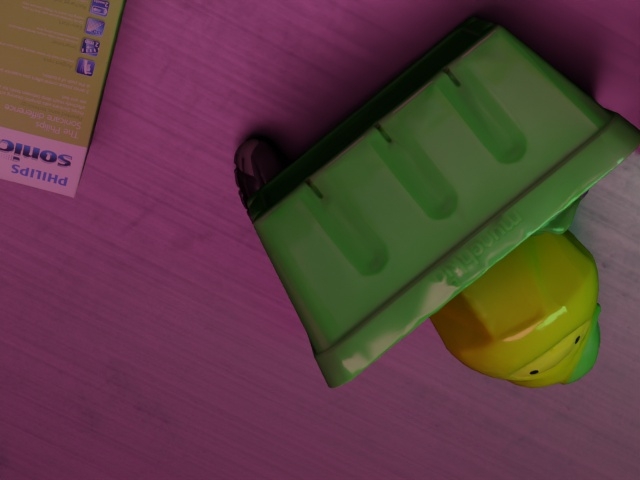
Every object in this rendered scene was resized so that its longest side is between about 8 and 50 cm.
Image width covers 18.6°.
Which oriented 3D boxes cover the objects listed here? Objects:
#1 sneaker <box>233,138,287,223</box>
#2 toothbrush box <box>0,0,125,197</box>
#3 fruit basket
[{"bbox_3d":[0.000,0.000,2.002,0.106,0.101,0.267,-31,114,-6],"label":"sneaker"},{"bbox_3d":[-0.297,-0.209,1.869,0.206,0.122,0.283,14,118,-5],"label":"toothbrush box"},{"bbox_3d":[0.153,0.017,1.873,0.392,0.283,0.392,-1,99,-4],"label":"fruit basket"}]
